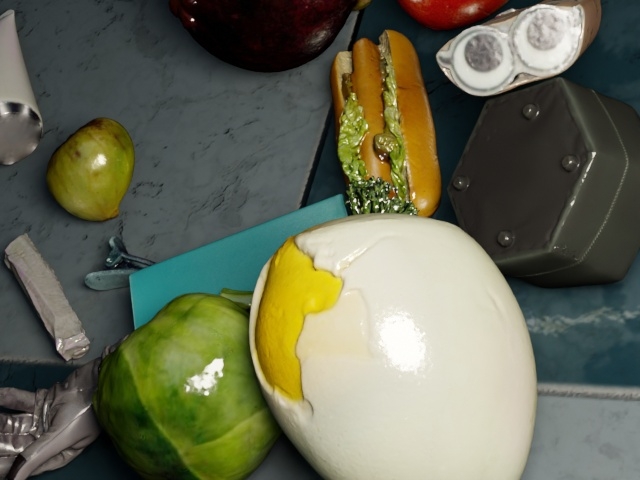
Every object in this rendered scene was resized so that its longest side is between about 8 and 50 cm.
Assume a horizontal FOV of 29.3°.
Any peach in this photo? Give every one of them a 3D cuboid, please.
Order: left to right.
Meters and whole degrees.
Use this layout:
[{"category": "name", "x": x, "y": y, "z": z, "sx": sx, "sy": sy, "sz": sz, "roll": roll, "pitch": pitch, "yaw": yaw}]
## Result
[{"category": "peach", "x": 0.182, "y": -0.372, "z": 1.648, "sx": 0.197, "sy": 0.197, "sz": 0.197, "roll": -15, "pitch": 53, "yaw": 21}]

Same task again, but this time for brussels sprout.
[{"category": "brussels sprout", "x": -0.155, "y": 0.185, "z": 1.434, "sx": 0.271, "sy": 0.219, "sz": 0.210, "roll": -7, "pitch": 37, "yaw": 50}]

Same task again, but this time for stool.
[{"category": "stool", "x": 0.259, "y": -0.061, "z": 1.364, "sx": 0.232, "sy": 0.141, "sz": 0.232, "roll": -28, "pitch": 54, "yaw": 47}]

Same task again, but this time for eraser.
[{"category": "eraser", "x": 0.247, "y": -0.239, "z": 1.462, "sx": 0.171, "sy": 0.087, "sz": 0.290, "roll": -15, "pitch": 9, "yaw": 20}]

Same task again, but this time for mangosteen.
[{"category": "mangosteen", "x": -0.053, "y": -0.396, "z": 1.742, "sx": 0.347, "sy": 0.307, "sz": 0.307, "roll": -19, "pitch": 44, "yaw": -21}]

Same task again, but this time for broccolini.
[{"category": "broccolini", "x": -0.008, "y": 0.004, "z": 1.477, "sx": 0.271, "sy": 0.062, "sz": 0.123, "roll": -22, "pitch": 58, "yaw": 9}]

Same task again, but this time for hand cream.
[{"category": "hand cream", "x": -0.554, "y": -0.261, "z": 2.040, "sx": 0.185, "sy": 0.118, "sz": 0.358, "roll": -40, "pitch": 42, "yaw": 4}]

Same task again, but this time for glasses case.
[{"category": "glasses case", "x": -0.092, "y": 0.048, "z": 1.560, "sx": 0.301, "sy": 0.070, "sz": 0.117, "roll": -21, "pitch": 47, "yaw": 8}]

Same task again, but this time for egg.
[{"category": "egg", "x": 0.083, "y": 0.134, "z": 1.279, "sx": 0.283, "sy": 0.283, "sz": 0.345, "roll": -27, "pitch": 76, "yaw": 11}]

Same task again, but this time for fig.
[{"category": "fig", "x": -0.335, "y": -0.108, "z": 1.792, "sx": 0.136, "sy": 0.121, "sz": 0.153, "roll": -168, "pitch": 98, "yaw": -76}]

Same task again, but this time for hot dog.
[{"category": "hot dog", "x": 0.080, "y": -0.144, "z": 1.595, "sx": 0.135, "sy": 0.100, "sz": 0.337, "roll": -18, "pitch": 51, "yaw": 17}]

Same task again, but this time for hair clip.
[{"category": "hair clip", "x": -0.204, "y": 0.063, "z": 1.652, "sx": 0.275, "sy": 0.048, "sz": 0.083, "roll": 18, "pitch": 65, "yaw": 36}]

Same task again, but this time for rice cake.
[{"category": "rice cake", "x": -0.393, "y": 0.079, "z": 1.748, "sx": 0.055, "sy": 0.049, "sz": 0.270, "roll": -27, "pitch": 46, "yaw": -18}]

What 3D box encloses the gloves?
[{"category": "gloves", "x": -0.334, "y": 0.226, "z": 1.570, "sx": 0.285, "sy": 0.119, "sz": 0.142, "roll": -24, "pitch": 37, "yaw": -4}]
